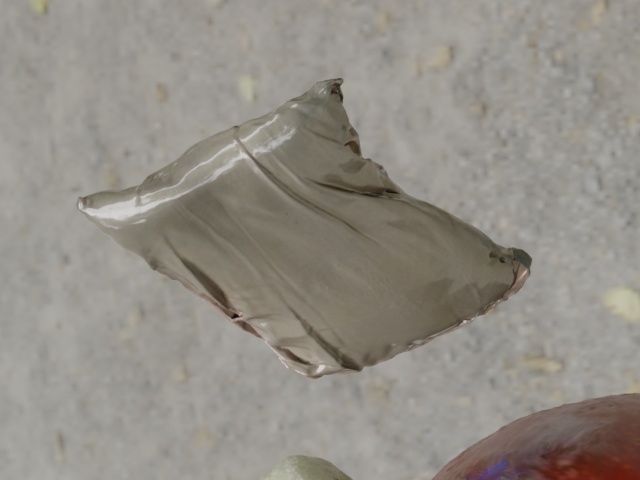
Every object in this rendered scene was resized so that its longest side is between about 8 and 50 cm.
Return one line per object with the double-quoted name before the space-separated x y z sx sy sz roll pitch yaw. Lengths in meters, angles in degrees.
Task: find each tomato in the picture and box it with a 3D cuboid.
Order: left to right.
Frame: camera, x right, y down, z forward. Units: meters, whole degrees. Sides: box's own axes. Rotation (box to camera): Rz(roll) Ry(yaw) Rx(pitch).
"tomato" 0.165 0.214 1.312 0.176 0.334 0.290 55 -158 -25

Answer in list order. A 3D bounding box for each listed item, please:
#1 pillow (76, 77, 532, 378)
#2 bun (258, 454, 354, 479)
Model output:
"pillow" 0.000 0.000 1.100 0.173 0.270 0.067 -31 49 17
"bun" 0.013 0.290 1.514 0.231 0.133 0.231 170 90 -67
